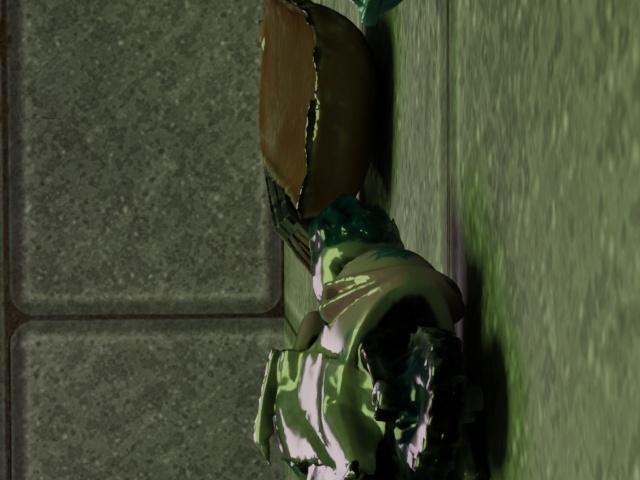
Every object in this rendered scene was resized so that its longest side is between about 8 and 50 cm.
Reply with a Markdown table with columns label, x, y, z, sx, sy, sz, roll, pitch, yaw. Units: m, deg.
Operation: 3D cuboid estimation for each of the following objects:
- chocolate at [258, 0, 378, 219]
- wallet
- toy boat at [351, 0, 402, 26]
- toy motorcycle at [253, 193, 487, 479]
| label | x | y | z | sx | sy | sz | roll | pitch | yaw |
| --- | --- | --- | --- | --- | --- | --- | --- | --- | --- |
| chocolate | 0.004 | -0.117 | 1.268 | 0.261 | 0.083 | 0.161 | -119 | 32 | -70 |
| wallet | 0.000 | 0.000 | 1.326 | 0.119 | 0.025 | 0.232 | 48 | -173 | -13 |
| toy boat | 0.029 | -0.192 | 0.977 | 0.173 | 0.069 | 0.059 | -95 | 20 | -50 |
| toy motorcycle | 0.027 | 0.074 | 0.851 | 0.239 | 0.108 | 0.204 | -49 | 39 | 45 |
